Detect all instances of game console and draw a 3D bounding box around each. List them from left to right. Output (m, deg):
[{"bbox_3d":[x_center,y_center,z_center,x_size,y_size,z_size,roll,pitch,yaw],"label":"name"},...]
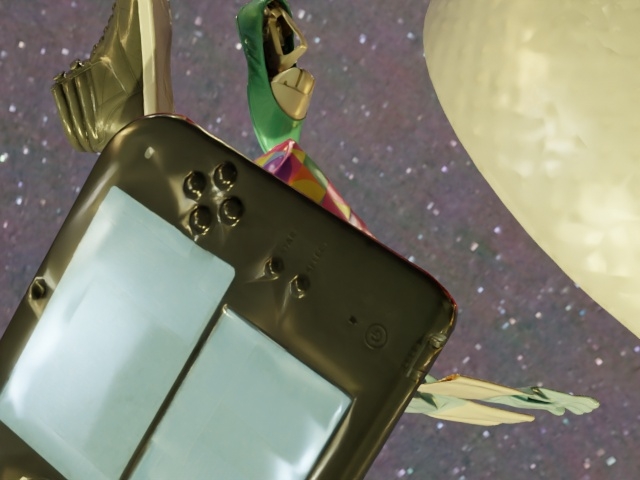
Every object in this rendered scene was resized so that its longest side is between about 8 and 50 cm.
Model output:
[{"bbox_3d":[-0.117,0.122,0.844,0.342,0.386,0.060,34,-171,29],"label":"game console"}]

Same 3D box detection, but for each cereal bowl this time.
[{"bbox_3d":[0.226,-0.076,0.535,0.339,0.141,0.339,24,-143,-19],"label":"cereal bowl"}]

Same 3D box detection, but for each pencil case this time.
[{"bbox_3d":[0.000,0.000,1.138,0.236,0.104,0.104,46,-137,-21],"label":"pencil case"}]

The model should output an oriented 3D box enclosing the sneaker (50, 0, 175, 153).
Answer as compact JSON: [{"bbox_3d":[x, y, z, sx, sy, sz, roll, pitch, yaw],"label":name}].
[{"bbox_3d":[-0.264,-0.240,1.302,0.147,0.104,0.295,-6,-104,8],"label":"sneaker"}]

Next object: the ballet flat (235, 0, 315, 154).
[{"bbox_3d":[-0.053,-0.221,1.361,0.083,0.087,0.247,16,-126,-47],"label":"ballet flat"}]

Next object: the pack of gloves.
[{"bbox_3d":[0.157,0.150,1.079,0.232,0.195,0.046,15,-112,-35],"label":"pack of gloves"}]
